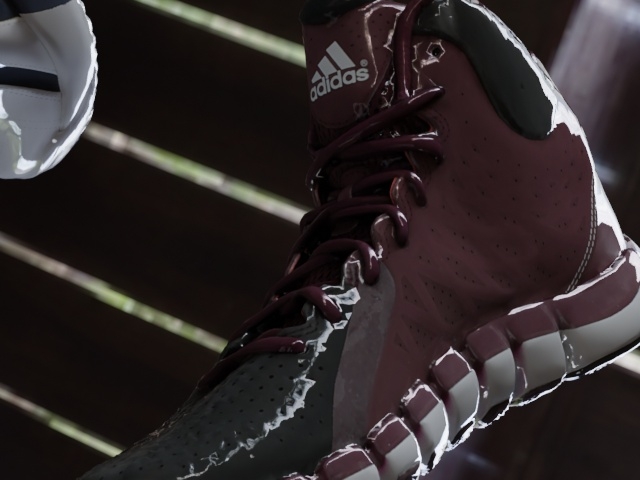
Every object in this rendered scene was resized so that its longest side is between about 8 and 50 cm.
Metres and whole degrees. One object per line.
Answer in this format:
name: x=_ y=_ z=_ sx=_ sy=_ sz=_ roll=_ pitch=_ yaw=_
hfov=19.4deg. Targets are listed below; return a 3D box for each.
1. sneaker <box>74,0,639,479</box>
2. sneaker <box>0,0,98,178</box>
sneaker: x=0.000 y=0.000 z=0.650 sx=0.281 sy=0.106 sz=0.163 roll=-24 pitch=98 yaw=-46
sneaker: x=-0.164 y=-0.072 z=0.614 sx=0.153 sy=0.094 sz=0.235 roll=-49 pitch=155 yaw=-27
